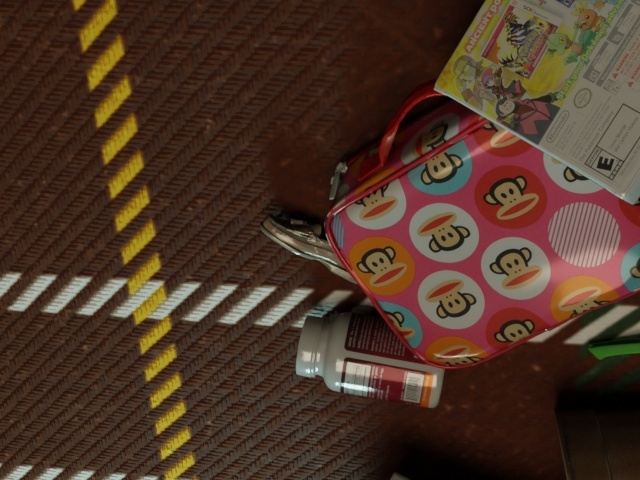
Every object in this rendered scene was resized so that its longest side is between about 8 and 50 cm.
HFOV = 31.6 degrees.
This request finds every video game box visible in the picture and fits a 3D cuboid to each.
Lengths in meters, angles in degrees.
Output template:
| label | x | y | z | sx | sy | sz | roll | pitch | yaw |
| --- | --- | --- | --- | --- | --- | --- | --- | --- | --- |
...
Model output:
| label | x | y | z | sx | sy | sz | roll | pitch | yaw |
| --- | --- | --- | --- | --- | --- | --- | --- | --- | --- |
| video game box | 0.218 | -0.160 | 0.883 | 0.187 | 0.048 | 0.205 | 36 | 100 | 25 |

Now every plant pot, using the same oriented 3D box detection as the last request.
| label | x | y | z | sx | sy | sz | roll | pitch | yaw |
| --- | --- | --- | --- | --- | --- | --- | --- | --- | --- |
| plant pot | 0.337 | 0.243 | 1.167 | 0.165 | 0.167 | 0.167 | -11 | 120 | 10 |

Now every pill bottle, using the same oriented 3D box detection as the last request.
| label | x | y | z | sx | sy | sz | roll | pitch | yaw |
| --- | --- | --- | --- | --- | --- | --- | --- | --- | --- |
| pill bottle | 0.055 | 0.122 | 1.184 | 0.152 | 0.086 | 0.086 | 10 | 125 | 6 |

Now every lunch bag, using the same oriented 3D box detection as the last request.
| label | x | y | z | sx | sy | sz | roll | pitch | yaw |
| --- | --- | --- | --- | --- | --- | --- | --- | --- | --- |
| lunch bag | 0.153 | -0.035 | 1.037 | 0.293 | 0.120 | 0.258 | -28 | 113 | 27 |

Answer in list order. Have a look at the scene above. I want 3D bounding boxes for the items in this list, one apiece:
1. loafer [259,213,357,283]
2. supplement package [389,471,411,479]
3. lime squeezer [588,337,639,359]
| label | x | y | z | sx | sy | sz | roll | pitch | yaw |
| --- | --- | --- | --- | --- | --- | --- | --- | --- | --- |
| loafer | 0.000 | 0.000 | 1.146 | 0.125 | 0.045 | 0.039 | 28 | 108 | -15 |
| supplement package | 0.147 | 0.427 | 1.239 | 0.263 | 0.199 | 0.198 | 24 | 148 | 9 |
| lime squeezer | 0.412 | 0.054 | 1.093 | 0.310 | 0.059 | 0.110 | -46 | 72 | 33 |
